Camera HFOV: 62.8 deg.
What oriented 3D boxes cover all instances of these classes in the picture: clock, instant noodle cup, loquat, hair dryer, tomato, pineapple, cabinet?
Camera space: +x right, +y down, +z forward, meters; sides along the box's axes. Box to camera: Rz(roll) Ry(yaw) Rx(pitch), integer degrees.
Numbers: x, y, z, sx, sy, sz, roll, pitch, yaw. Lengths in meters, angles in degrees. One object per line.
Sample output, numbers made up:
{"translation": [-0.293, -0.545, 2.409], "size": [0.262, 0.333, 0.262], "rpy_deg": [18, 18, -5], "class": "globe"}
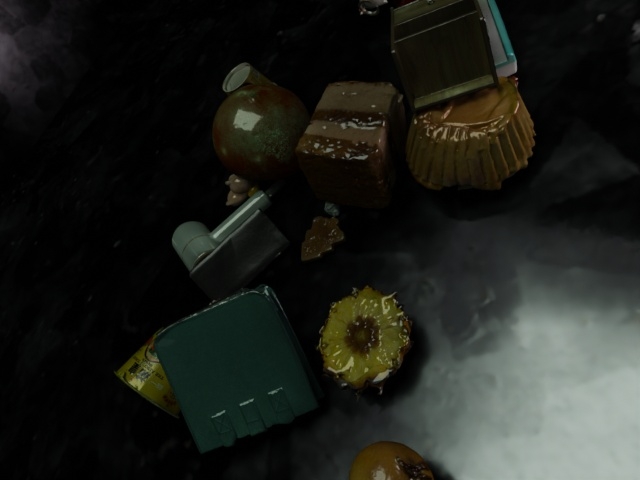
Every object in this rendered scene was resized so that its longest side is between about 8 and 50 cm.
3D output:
{"translation": [0.323, -0.439, 1.240], "size": [0.231, 0.116, 0.262], "rpy_deg": [-17, 54, 21], "class": "clock"}
{"translation": [-0.352, 0.293, 1.199], "size": [0.182, 0.182, 0.144], "rpy_deg": [18, 64, 42], "class": "instant noodle cup"}
{"translation": [0.107, 0.381, 0.812], "size": [0.141, 0.141, 0.141], "rpy_deg": [-19, 52, 26], "class": "loquat"}
{"translation": [-0.225, -0.476, 1.649], "size": [0.151, 0.122, 0.151], "rpy_deg": [-21, 49, 26], "class": "instant noodle cup"}
{"translation": [-0.225, -0.055, 1.403], "size": [0.357, 0.107, 0.173], "rpy_deg": [-41, 47, -6], "class": "hair dryer"}
{"translation": [-0.150, -0.291, 1.371], "size": [0.270, 0.223, 0.270], "rpy_deg": [-5, 47, 6], "class": "tomato"}
{"translation": [0.089, 0.191, 1.002], "size": [0.224, 0.076, 0.225], "rpy_deg": [-20, 53, 28], "class": "pineapple"}
{"translation": [0.242, -0.400, 1.058], "size": [0.174, 0.148, 0.215], "rpy_deg": [-14, 41, 20], "class": "cabinet"}

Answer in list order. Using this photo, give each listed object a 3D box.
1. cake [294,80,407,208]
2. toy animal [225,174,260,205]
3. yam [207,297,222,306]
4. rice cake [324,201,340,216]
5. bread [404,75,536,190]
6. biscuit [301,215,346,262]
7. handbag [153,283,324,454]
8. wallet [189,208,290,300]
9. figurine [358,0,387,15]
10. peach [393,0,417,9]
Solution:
{"translation": [0.096, -0.238, 1.200], "size": [0.198, 0.196, 0.293], "rpy_deg": [9, 61, 28], "class": "cake"}
{"translation": [-0.229, -0.156, 1.465], "size": [0.114, 0.082, 0.091], "rpy_deg": [-27, 49, 20], "class": "toy animal"}
{"translation": [-0.196, 0.184, 1.171], "size": [0.079, 0.141, 0.079], "rpy_deg": [-17, 54, 25], "class": "yam"}
{"translation": [0.034, -0.150, 1.302], "size": [0.033, 0.033, 0.208], "rpy_deg": [-17, 53, 29], "class": "rice cake"}
{"translation": [0.296, -0.224, 1.082], "size": [0.274, 0.149, 0.274], "rpy_deg": [-17, 48, 20], "class": "bread"}
{"translation": [0.000, 0.000, 1.235], "size": [0.130, 0.019, 0.119], "rpy_deg": [-49, 46, -2], "class": "biscuit"}
{"translation": [-0.165, 0.251, 1.047], "size": [0.268, 0.100, 0.274], "rpy_deg": [-27, 91, 7], "class": "handbag"}
{"translation": [-0.199, 0.045, 1.295], "size": [0.244, 0.025, 0.124], "rpy_deg": [-43, 90, 3], "class": "wallet"}
{"translation": [0.162, -0.753, 1.566], "size": [0.132, 0.132, 0.154], "rpy_deg": [13, 82, 41], "class": "figurine"}
{"translation": [0.245, -0.565, 1.170], "size": [0.197, 0.197, 0.197], "rpy_deg": [-19, 52, 26], "class": "peach"}
